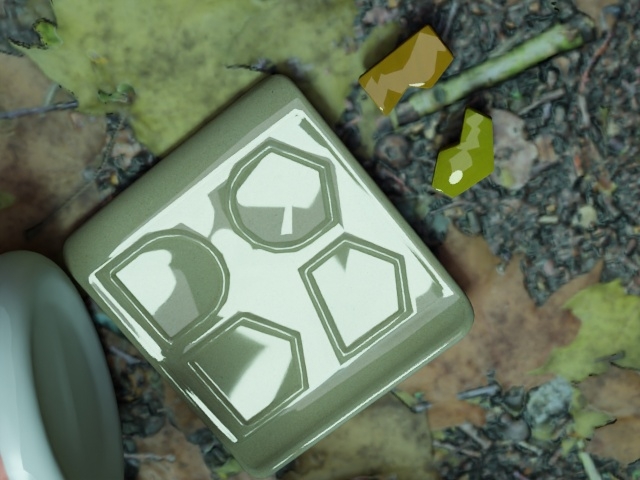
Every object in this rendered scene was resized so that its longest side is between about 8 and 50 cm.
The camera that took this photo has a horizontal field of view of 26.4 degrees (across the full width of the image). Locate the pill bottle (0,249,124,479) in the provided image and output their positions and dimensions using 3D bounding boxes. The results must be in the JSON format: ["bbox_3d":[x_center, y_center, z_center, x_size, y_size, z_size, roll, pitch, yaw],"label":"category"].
[{"bbox_3d":[-0.335,0.147,0.928,0.363,0.210,0.210,-14,107,6],"label":"pill bottle"}]

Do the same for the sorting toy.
[{"bbox_3d":[0.000,0.000,0.966,0.307,0.041,0.229,-37,99,12],"label":"sorting toy"}]
